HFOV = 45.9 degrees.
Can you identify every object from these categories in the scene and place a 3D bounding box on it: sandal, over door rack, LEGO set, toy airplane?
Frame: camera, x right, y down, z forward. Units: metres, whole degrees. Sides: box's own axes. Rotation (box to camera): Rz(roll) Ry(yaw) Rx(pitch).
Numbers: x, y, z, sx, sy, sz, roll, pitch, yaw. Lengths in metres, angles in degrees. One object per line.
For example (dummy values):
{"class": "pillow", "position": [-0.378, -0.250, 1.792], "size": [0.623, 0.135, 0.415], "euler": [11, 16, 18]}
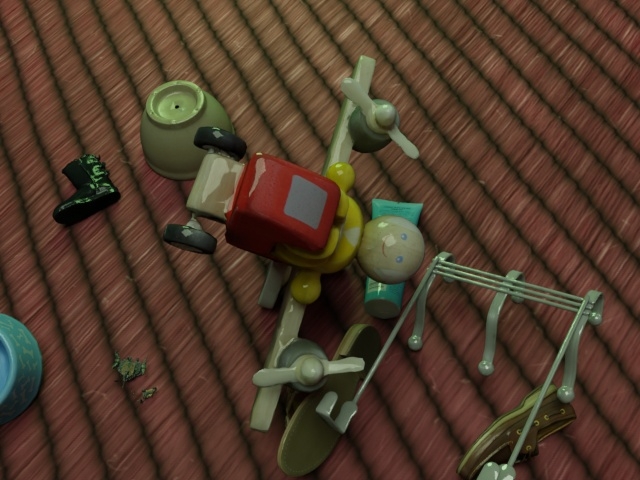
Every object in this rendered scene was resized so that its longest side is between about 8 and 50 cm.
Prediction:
{"class": "sandal", "position": [-0.006, 0.209, 1.020], "size": [0.079, 0.088, 0.240], "euler": [0, 43, 44]}
{"class": "over door rack", "position": [0.183, 0.164, 0.951], "size": [0.240, 0.108, 0.324], "euler": [15, 48, 36]}
{"class": "LEGO set", "position": [-0.266, 0.193, 1.075], "size": [0.054, 0.023, 0.083], "euler": [-21, 71, -5]}
{"class": "toy airplane", "position": [0.000, 0.000, 0.969], "size": [0.273, 0.386, 0.384], "euler": [13, 35, 14]}

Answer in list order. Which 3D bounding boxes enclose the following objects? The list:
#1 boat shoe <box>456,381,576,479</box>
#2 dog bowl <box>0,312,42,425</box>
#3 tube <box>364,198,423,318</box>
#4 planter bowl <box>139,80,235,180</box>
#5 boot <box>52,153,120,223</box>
{"class": "boat shoe", "position": [0.251, 0.250, 0.959], "size": [0.178, 0.064, 0.060], "euler": [-33, 58, -18]}
{"class": "dog bowl", "position": [-0.536, 0.201, 1.027], "size": [0.297, 0.074, 0.165], "euler": [-21, 81, -9]}
{"class": "tube", "position": [0.104, 0.017, 1.135], "size": [0.080, 0.052, 0.207], "euler": [9, 53, 5]}
{"class": "planter bowl", "position": [-0.231, -0.197, 1.266], "size": [0.162, 0.109, 0.162], "euler": [-2, 57, 4]}
{"class": "boot", "position": [-0.399, -0.088, 1.250], "size": [0.121, 0.045, 0.099], "euler": [-27, 61, -20]}
